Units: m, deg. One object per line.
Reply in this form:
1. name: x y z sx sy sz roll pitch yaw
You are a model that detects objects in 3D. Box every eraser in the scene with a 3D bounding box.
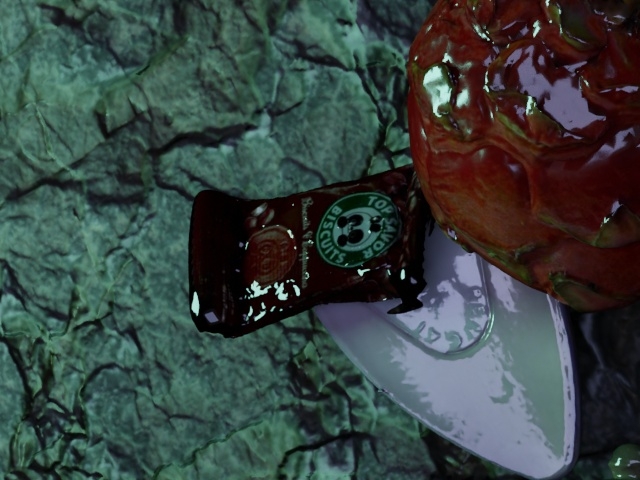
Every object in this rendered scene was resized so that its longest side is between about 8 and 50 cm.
1. eraser: 0.137 0.094 1.348 0.204 0.059 0.243 -35 79 13

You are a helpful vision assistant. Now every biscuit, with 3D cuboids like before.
1. biscuit: -0.001 0.005 1.357 0.235 0.063 0.151 -12 56 22

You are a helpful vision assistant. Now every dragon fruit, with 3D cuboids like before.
1. dragon fruit: 0.204 -0.092 1.197 0.277 0.342 0.277 -7 49 9

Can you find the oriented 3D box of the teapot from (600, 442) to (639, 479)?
1. teapot: 0.276 0.302 1.241 0.305 0.223 0.285 0 84 17
